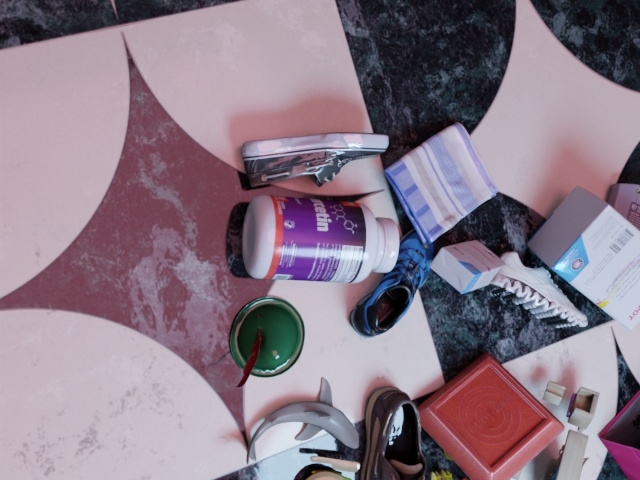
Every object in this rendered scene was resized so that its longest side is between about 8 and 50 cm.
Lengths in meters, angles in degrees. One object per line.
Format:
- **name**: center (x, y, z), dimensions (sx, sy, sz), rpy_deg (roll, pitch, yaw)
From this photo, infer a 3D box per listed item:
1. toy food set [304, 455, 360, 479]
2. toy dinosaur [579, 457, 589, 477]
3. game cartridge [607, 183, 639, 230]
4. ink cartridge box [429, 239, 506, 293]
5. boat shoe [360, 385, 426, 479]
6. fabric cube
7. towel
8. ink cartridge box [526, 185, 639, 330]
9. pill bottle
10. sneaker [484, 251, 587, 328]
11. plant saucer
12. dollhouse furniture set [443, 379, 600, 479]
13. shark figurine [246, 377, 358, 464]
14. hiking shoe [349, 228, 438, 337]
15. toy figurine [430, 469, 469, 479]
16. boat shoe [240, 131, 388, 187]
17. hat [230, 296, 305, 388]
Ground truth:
- **toy food set**: center (0.012, 0.579, 1.803), dimensions (0.132, 0.038, 0.192), rpy_deg (13, 87, -8)
- **toy dinosaur**: center (0.619, 0.635, 1.996), dimensions (0.064, 0.112, 0.211), rpy_deg (27, 85, -1)
- **game cartridge**: center (0.873, -0.034, 2.119), dimensions (0.294, 0.060, 0.196), rpy_deg (21, 85, -17)
- **ink cartridge box**: center (0.349, 0.059, 1.887), dimensions (0.181, 0.104, 0.061), rpy_deg (-10, 136, -53)
- **boat shoe**: center (0.167, 0.515, 1.820), dimensions (0.132, 0.130, 0.355), rpy_deg (-4, 89, -18)
- **fabric cube**: center (0.917, 0.526, 2.006), dimensions (0.254, 0.259, 0.258), rpy_deg (-41, 102, -16)
- **towel**: center (0.292, -0.140, 1.897), dimensions (0.285, 0.034, 0.209), rpy_deg (-34, 97, -34)
- **ink cartridge box**: center (0.687, 0.040, 1.948), dimensions (0.270, 0.197, 0.198), rpy_deg (37, 101, -14)
- **pill bottle**: center (0.000, 0.000, 1.757), dimensions (0.323, 0.181, 0.181), rpy_deg (3, 87, -19)
- **sneaker**: center (0.547, 0.128, 1.981), dimensions (0.292, 0.110, 0.118), rpy_deg (30, 70, -16)
- **plant saucer**: center (0.390, 0.409, 1.860), dimensions (0.258, 0.047, 0.259), rpy_deg (-34, 61, -20)
- **dollhouse furniture set**: center (0.478, 0.477, 1.963), dimensions (0.303, 0.198, 0.286), rpy_deg (19, 57, 13)
- **shark figurine**: center (-0.039, 0.399, 1.768), dimensions (0.278, 0.116, 0.166), rpy_deg (-4, 88, -20)
- **hiking shoe**: center (0.194, 0.099, 1.843), dimensions (0.113, 0.132, 0.304), rpy_deg (36, 78, -14)
- **toy figurine**: center (0.282, 0.650, 1.758), dimensions (0.191, 0.362, 0.217), rpy_deg (23, 88, 25)
- **boat shoe**: center (-0.009, -0.180, 1.808), dimensions (0.335, 0.121, 0.119), rpy_deg (-7, 98, -8)
- **hat**: center (-0.094, 0.226, 1.715), dimensions (0.173, 0.183, 0.208), rpy_deg (21, 82, -17)
